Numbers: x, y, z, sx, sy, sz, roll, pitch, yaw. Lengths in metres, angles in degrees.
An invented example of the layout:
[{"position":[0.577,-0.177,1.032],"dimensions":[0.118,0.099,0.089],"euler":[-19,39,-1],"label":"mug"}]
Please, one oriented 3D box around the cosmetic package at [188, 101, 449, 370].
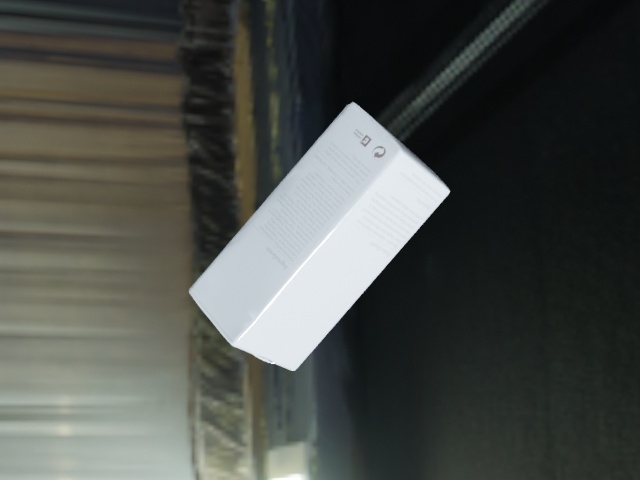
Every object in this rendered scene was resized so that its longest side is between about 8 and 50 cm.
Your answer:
[{"position":[0.000,0.000,1.270],"dimensions":[0.231,0.117,0.085],"euler":[-47,-123,6],"label":"cosmetic package"}]
